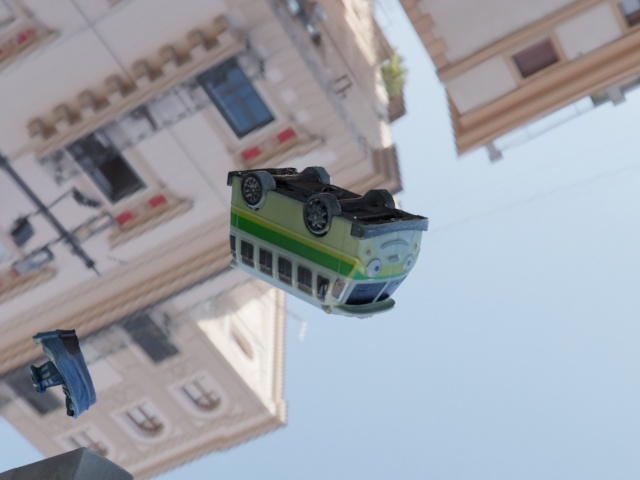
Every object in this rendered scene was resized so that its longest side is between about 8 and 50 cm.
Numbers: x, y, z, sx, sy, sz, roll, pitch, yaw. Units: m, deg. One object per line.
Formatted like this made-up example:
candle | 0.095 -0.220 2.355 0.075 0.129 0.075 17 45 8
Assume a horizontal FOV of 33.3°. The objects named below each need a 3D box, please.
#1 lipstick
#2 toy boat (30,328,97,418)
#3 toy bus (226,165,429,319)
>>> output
lipstick | -0.360 0.316 1.207 0.371 0.079 0.076 -23 -140 37
toy boat | -0.285 0.144 1.169 0.060 0.137 0.060 -20 -130 -17
toy bus | 0.000 0.000 1.436 0.133 0.165 0.276 -8 -157 -42
